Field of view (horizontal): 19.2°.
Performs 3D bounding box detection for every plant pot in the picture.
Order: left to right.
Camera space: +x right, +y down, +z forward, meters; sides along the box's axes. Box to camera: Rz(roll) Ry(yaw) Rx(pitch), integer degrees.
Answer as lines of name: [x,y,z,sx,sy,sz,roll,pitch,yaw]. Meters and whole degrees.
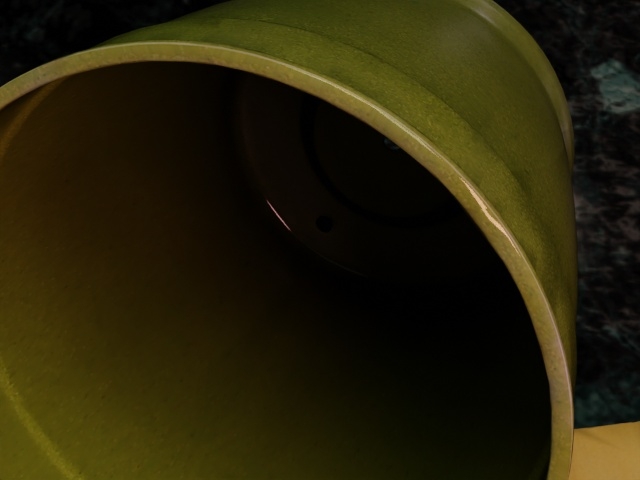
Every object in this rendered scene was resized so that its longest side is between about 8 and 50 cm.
plant pot: [0.000,0.000,1.100,0.367,0.366,0.353,23,31,8]

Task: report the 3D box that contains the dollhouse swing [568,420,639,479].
dollhouse swing: [0.241,0.297,1.064,0.347,0.315,0.305,-7,16,-2]
